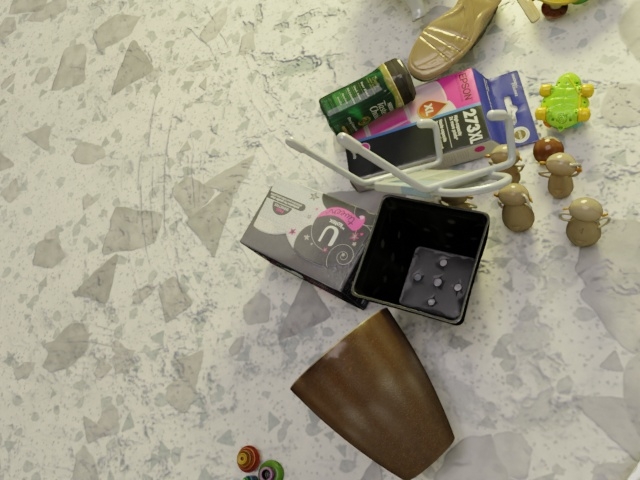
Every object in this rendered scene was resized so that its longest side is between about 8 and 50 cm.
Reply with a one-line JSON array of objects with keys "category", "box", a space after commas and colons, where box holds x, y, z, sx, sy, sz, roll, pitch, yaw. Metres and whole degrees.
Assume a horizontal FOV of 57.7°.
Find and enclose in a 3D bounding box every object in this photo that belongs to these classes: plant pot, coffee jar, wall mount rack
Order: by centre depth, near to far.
[{"category": "wall mount rack", "box": [0.128, -0.136, 0.950, 0.304, 0.350, 0.130, -16, 103, -21]}, {"category": "plant pot", "box": [0.105, 0.268, 0.964, 0.215, 0.215, 0.230, -42, 76, 3]}, {"category": "plant pot", "box": [0.189, 0.049, 1.016, 0.187, 0.167, 0.188, 13, 77, 26]}, {"category": "coffee jar", "box": [0.096, -0.281, 1.152, 0.184, 0.096, 0.079, -28, 65, 12]}]

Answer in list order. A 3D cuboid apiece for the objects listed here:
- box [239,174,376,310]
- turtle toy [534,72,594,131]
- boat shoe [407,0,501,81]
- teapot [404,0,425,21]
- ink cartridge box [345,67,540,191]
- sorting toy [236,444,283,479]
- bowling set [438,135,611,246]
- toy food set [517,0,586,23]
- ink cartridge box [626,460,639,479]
[{"category": "box", "box": [0.000, 0.000, 1.127, 0.247, 0.142, 0.163, 25, 82, 28]}, {"category": "turtle toy", "box": [0.455, -0.258, 1.080, 0.095, 0.066, 0.130, 8, 73, 25]}, {"category": "boat shoe", "box": [0.287, -0.431, 1.203, 0.103, 0.092, 0.285, 35, 84, 17]}, {"category": "teapot", "box": [0.219, -0.647, 1.270, 0.256, 0.187, 0.252, -46, 31, 19]}, {"category": "ink cartridge box", "box": [0.228, -0.230, 1.170, 0.371, 0.069, 0.175, -14, 65, 15]}, {"category": "sorting toy", "box": [-0.121, 0.422, 1.072, 0.102, 0.042, 0.061, 24, 81, 28]}, {"category": "bowling set", "box": [0.359, -0.117, 1.015, 0.287, 0.154, 0.200, 9, 74, 25]}, {"category": "toy food set", "box": [0.485, -0.508, 1.162, 0.218, 0.071, 0.128, -30, 66, 5]}, {"category": "ink cartridge box", "box": [0.512, 0.392, 0.807, 0.181, 0.061, 0.104, 34, 85, 29]}]
